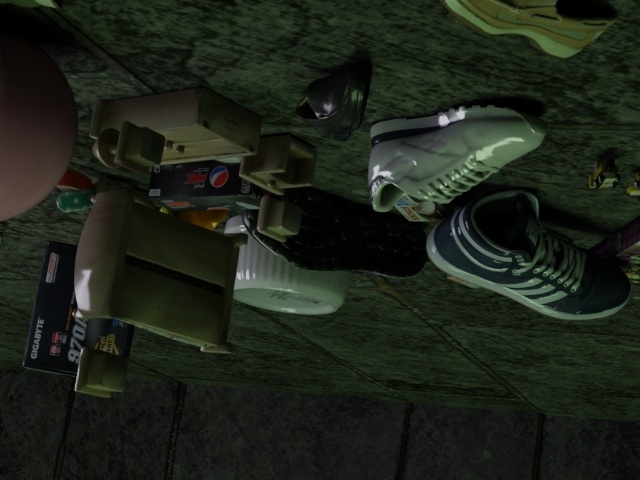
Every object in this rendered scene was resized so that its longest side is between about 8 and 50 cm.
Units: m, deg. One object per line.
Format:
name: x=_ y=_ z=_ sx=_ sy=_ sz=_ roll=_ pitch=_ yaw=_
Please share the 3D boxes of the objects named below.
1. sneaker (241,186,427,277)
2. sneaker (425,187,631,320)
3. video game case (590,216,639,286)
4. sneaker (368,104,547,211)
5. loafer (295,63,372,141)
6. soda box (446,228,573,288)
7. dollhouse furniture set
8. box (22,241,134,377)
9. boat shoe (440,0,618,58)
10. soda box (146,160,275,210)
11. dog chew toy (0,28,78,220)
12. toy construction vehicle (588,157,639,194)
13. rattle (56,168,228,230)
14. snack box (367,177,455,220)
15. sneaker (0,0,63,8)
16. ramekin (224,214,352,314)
sneaker: x=0.000 y=0.000 z=1.949 sx=0.283 sy=0.107 sz=0.124 roll=17 pitch=169 yaw=-30
sneaker: x=0.288 y=0.019 z=1.805 sx=0.282 sy=0.099 sz=0.153 roll=16 pitch=156 yaw=-9
video game case: x=0.490 y=0.026 z=1.885 sx=0.210 sy=0.042 sz=0.232 roll=11 pitch=166 yaw=-6
sneaker: x=0.147 y=-0.087 z=1.537 sx=0.090 sy=0.095 sz=0.235 roll=22 pitch=159 yaw=-38
loafer: x=0.013 y=-0.144 z=1.463 sx=0.061 sy=0.062 sz=0.170 roll=15 pitch=164 yaw=-7
soda box: x=0.264 y=0.027 z=1.987 sx=0.063 sy=0.058 sz=0.183 roll=20 pitch=162 yaw=-38
dollhouse furniture set: x=-0.178 y=0.023 z=1.618 sx=0.173 sy=0.356 sz=0.303 roll=-3 pitch=163 yaw=38
box: x=-0.404 y=0.127 z=2.421 sx=0.175 sy=0.220 sz=0.051 roll=12 pitch=168 yaw=-12
boat shoe: x=0.171 y=-0.204 z=1.152 sx=0.190 sy=0.068 sz=0.072 roll=8 pitch=157 yaw=-43
soda box: x=-0.140 y=-0.072 z=1.837 sx=0.168 sy=0.053 sz=0.060 roll=0 pitch=163 yaw=32
dog chew toy: x=-0.386 y=-0.152 z=1.396 sx=0.206 sy=0.207 sz=0.332 roll=1 pitch=157 yaw=27
toy construction vehicle: x=0.351 y=-0.077 z=1.596 sx=0.085 sy=0.035 sz=0.098 roll=-3 pitch=168 yaw=-1
rattle: x=-0.250 y=-0.055 z=1.945 sx=0.142 sy=0.130 sz=0.200 roll=-19 pitch=125 yaw=40
snack box: x=0.118 y=-0.059 z=1.803 sx=0.064 sy=0.022 sz=0.178 roll=1 pitch=164 yaw=21
sneaker: x=-0.283 y=-0.246 z=1.212 sx=0.086 sy=0.064 sz=0.192 roll=2 pitch=168 yaw=5
ramekin: x=-0.048 y=0.039 z=2.107 sx=0.207 sy=0.109 sz=0.207 roll=8 pitch=165 yaw=2
